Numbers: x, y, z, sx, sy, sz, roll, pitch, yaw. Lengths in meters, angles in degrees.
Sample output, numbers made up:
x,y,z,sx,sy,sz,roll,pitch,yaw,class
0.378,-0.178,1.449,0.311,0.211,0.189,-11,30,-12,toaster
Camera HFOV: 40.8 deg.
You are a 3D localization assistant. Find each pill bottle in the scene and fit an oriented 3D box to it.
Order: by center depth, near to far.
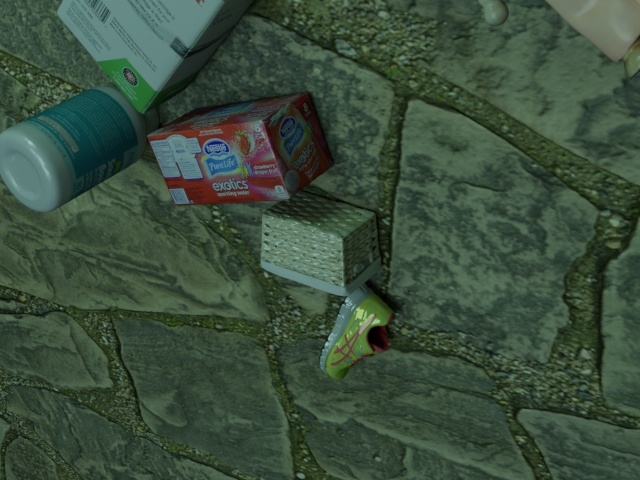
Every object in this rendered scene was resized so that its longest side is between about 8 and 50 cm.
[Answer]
x,y,z,sx,sy,sz,roll,pitch,yaw,class
-0.391,-0.165,1.427,0.146,0.264,0.146,22,131,27,pill bottle

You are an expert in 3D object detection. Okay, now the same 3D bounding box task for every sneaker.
x,y,z,sx,sy,sz,roll,pitch,yaw,class
0.063,0.169,1.424,0.094,0.081,0.208,32,134,15,sneaker

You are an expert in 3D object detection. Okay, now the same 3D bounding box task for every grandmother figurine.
x,y,z,sx,sy,sz,roll,pitch,yaw,class
0.243,-0.325,0.930,0.342,0.104,0.208,47,110,7,grandmother figurine

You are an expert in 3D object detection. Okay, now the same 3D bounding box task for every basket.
x,y,z,sx,sy,sz,roll,pitch,yaw,class
0.000,0.000,1.337,0.167,0.113,0.103,18,125,29,basket

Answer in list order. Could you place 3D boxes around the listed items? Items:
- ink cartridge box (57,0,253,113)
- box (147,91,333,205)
x,y,z,sx,sy,sz,roll,pitch,yaw,class
-0.236,-0.360,1.269,0.211,0.121,0.289,51,137,-2,ink cartridge box
-0.126,-0.139,1.333,0.256,0.122,0.128,-1,118,39,box
